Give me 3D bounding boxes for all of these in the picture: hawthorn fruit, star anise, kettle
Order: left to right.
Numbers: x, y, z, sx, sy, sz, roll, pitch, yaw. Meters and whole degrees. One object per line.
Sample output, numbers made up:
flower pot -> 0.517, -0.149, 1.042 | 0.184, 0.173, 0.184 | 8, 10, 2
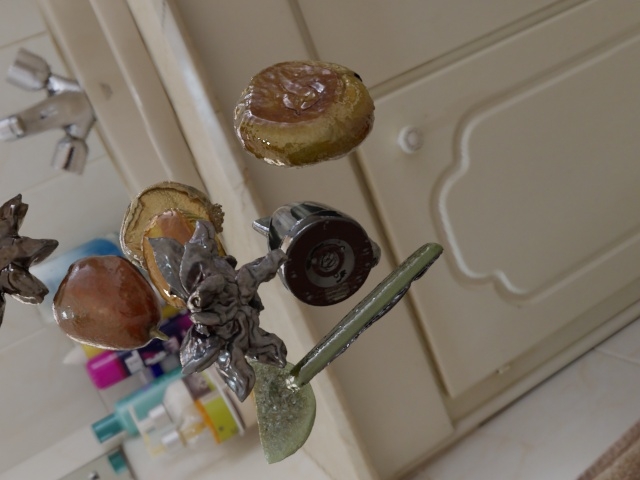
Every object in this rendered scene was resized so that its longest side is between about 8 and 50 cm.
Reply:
star anise -> -0.712, 0.051, 1.522 | 0.315, 0.315, 0.108 | 59, 163, 10
hawthorn fruit -> -0.403, 0.140, 1.449 | 0.251, 0.199, 0.199 | 30, 152, 13
star anise -> -0.138, 0.090, 1.037 | 0.129, 0.212, 0.282 | -21, 67, 32
kettle -> -0.012, -0.009, 1.608 | 0.271, 0.251, 0.207 | 41, 156, 59

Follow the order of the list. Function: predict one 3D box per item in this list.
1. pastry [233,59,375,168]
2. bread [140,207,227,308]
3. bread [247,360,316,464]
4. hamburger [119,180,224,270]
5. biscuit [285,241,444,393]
pastry -> -0.037, -0.303, 1.743 | 0.356, 0.356, 0.163 | 49, 156, 36
bread -> -0.253, 0.035, 1.342 | 0.190, 0.132, 0.114 | 63, -160, 16
bread -> -0.064, 0.296, 1.307 | 0.036, 0.112, 0.192 | 52, -155, -70
hamburger -> -0.386, -0.038, 1.891 | 0.243, 0.286, 0.146 | 66, 168, -13
biscuit -> 0.069, 0.110, 1.100 | 0.038, 0.322, 0.099 | 47, 163, 1
